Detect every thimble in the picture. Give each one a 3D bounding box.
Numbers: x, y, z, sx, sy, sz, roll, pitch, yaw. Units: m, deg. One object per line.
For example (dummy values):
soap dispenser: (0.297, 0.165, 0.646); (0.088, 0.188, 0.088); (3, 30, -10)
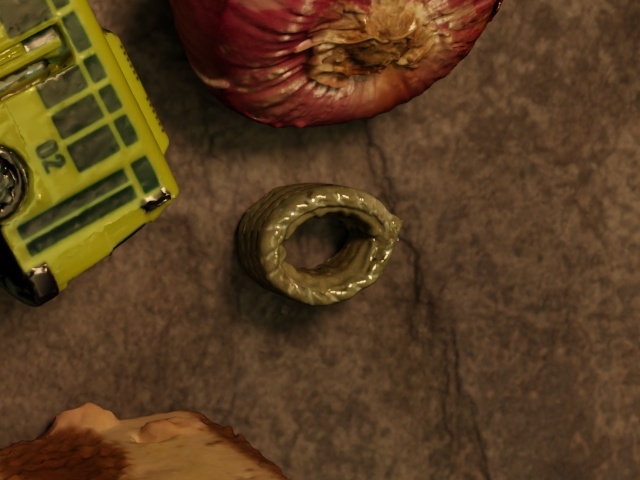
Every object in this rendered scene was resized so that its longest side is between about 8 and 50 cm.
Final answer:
thimble: (0.000, 0.000, 1.273); (0.110, 0.062, 0.084); (-18, 104, -21)

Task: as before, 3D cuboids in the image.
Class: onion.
onion: (0.005, -0.187, 1.200); (0.230, 0.230, 0.163); (-15, 62, -22)

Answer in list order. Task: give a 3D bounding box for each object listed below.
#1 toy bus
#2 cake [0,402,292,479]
toy bus: (-0.200, -0.103, 1.129); (0.150, 0.128, 0.262); (-31, 109, -17)
cake: (-0.139, 0.266, 1.135); (0.290, 0.282, 0.255); (-17, 108, -23)
